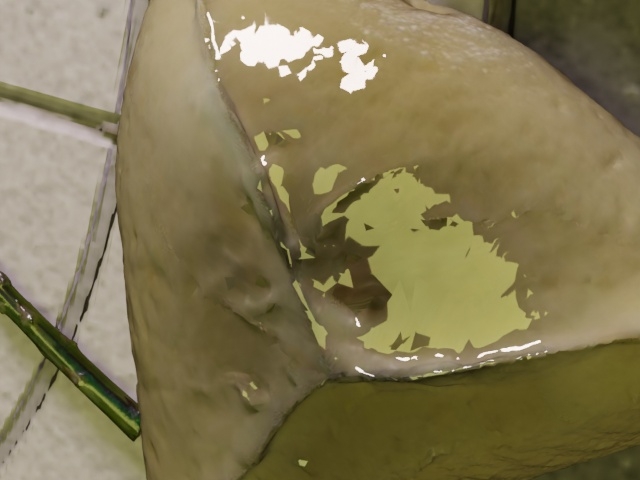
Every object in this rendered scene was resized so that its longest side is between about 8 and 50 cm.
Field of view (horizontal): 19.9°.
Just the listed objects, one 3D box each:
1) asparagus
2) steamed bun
[{"bbox_3d":[-0.107,0.032,0.698,0.114,0.014,0.015,45,77,0],"label":"asparagus"},{"bbox_3d":[0.028,0.011,0.607,0.212,0.110,0.231,0,106,15],"label":"steamed bun"}]
